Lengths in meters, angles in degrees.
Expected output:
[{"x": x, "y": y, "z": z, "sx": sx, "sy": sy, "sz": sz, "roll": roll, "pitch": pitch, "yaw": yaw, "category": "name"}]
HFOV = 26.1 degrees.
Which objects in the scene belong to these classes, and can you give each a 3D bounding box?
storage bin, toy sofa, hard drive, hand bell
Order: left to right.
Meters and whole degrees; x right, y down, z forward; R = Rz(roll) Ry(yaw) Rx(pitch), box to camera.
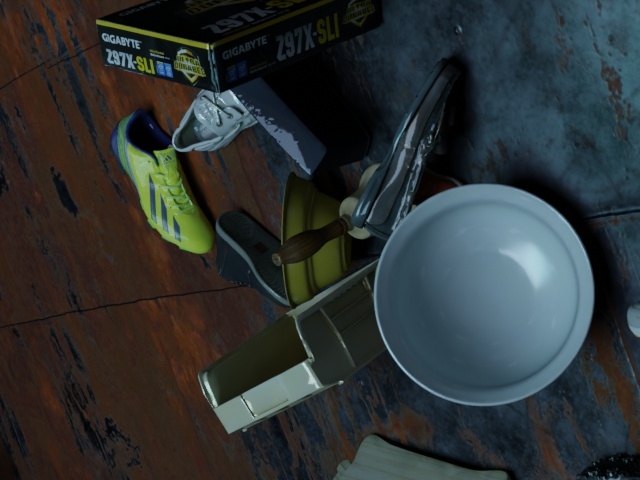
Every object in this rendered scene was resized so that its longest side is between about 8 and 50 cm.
[{"x": -0.044, "y": -0.214, "z": 2.076, "sx": 0.255, "sy": 0.172, "sz": 0.054, "roll": 49, "pitch": 122, "yaw": 14, "category": "hard drive"}, {"x": -0.021, "y": 0.170, "z": 2.169, "sx": 0.262, "sy": 0.260, "sz": 0.123, "roll": -31, "pitch": 90, "yaw": 44, "category": "storage bin"}, {"x": 0.021, "y": -0.018, "z": 2.046, "sx": 0.126, "sy": 0.242, "sz": 0.126, "roll": 28, "pitch": 130, "yaw": 38, "category": "hand bell"}, {"x": 0.176, "y": 0.457, "z": 2.250, "sx": 0.362, "sy": 0.177, "sz": 0.150, "roll": 7, "pitch": 141, "yaw": 47, "category": "toy sofa"}]

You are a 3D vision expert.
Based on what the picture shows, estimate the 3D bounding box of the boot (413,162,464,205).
[{"x": 0.149, "y": -0.066, "z": 2.000, "sx": 0.158, "sy": 0.084, "sz": 0.059, "roll": 32, "pitch": 131, "yaw": 32, "category": "boot"}]

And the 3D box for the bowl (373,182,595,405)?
[{"x": 0.227, "y": 0.075, "z": 1.899, "sx": 0.298, "sy": 0.298, "sz": 0.134, "roll": 57, "pitch": -174, "yaw": 9, "category": "bowl"}]

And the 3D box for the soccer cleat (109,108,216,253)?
[{"x": -0.276, "y": -0.105, "z": 2.472, "sx": 0.289, "sy": 0.093, "sz": 0.121, "roll": 55, "pitch": 135, "yaw": 10, "category": "soccer cleat"}]

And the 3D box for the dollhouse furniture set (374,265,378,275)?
[{"x": 0.133, "y": 0.008, "z": 2.069, "sx": 0.058, "sy": 0.076, "sz": 0.152, "roll": 44, "pitch": 139, "yaw": 26, "category": "dollhouse furniture set"}]

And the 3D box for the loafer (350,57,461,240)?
[{"x": 0.138, "y": -0.122, "z": 1.934, "sx": 0.084, "sy": 0.096, "sz": 0.267, "roll": 30, "pitch": 104, "yaw": 5, "category": "loafer"}]

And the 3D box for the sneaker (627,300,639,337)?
[{"x": 0.481, "y": 0.048, "z": 1.680, "sx": 0.262, "sy": 0.099, "sz": 0.121, "roll": -17, "pitch": 90, "yaw": 45, "category": "sneaker"}]

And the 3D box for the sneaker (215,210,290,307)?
[{"x": -0.102, "y": 0.057, "z": 2.383, "sx": 0.222, "sy": 0.083, "sz": 0.118, "roll": 48, "pitch": 148, "yaw": 30, "category": "sneaker"}]

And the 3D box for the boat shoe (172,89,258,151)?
[{"x": -0.161, "y": -0.213, "z": 2.266, "sx": 0.098, "sy": 0.096, "sz": 0.277, "roll": 58, "pitch": 142, "yaw": 8, "category": "boat shoe"}]

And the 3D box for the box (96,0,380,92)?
[{"x": -0.113, "y": -0.310, "z": 1.967, "sx": 0.257, "sy": 0.322, "sz": 0.079, "roll": 21, "pitch": 127, "yaw": 42, "category": "box"}]

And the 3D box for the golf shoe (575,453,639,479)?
[{"x": 0.439, "y": 0.347, "z": 1.907, "sx": 0.198, "sy": 0.077, "sz": 0.094, "roll": -7, "pitch": 106, "yaw": 52, "category": "golf shoe"}]

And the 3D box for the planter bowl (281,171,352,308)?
[{"x": 0.000, "y": 0.000, "z": 2.170, "sx": 0.090, "sy": 0.217, "sz": 0.217, "roll": 0, "pitch": 117, "yaw": 8, "category": "planter bowl"}]
